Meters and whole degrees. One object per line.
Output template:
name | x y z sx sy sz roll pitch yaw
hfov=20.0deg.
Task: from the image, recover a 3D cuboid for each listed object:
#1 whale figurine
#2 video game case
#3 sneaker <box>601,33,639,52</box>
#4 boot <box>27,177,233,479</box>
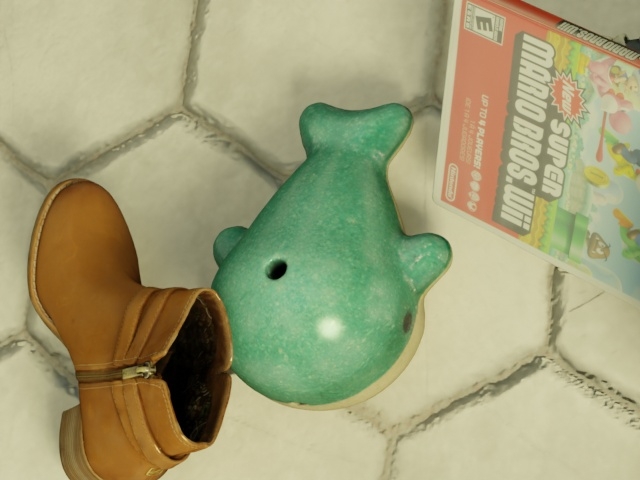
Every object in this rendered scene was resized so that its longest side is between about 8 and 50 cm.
whale figurine | 0.000 0.000 1.493 0.216 0.141 0.272 4 71 26
video game case | 0.210 -0.056 1.359 0.285 0.204 0.025 29 44 29
sneaker | 0.310 -0.135 1.423 0.323 0.130 0.236 29 76 34
boot | -0.157 0.062 1.501 0.220 0.109 0.283 -27 59 56
